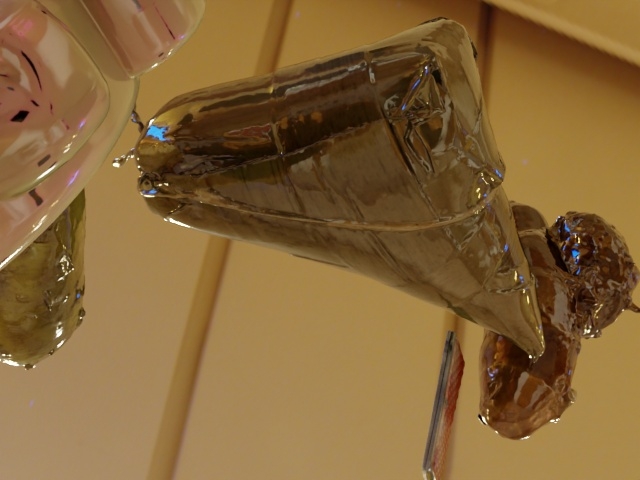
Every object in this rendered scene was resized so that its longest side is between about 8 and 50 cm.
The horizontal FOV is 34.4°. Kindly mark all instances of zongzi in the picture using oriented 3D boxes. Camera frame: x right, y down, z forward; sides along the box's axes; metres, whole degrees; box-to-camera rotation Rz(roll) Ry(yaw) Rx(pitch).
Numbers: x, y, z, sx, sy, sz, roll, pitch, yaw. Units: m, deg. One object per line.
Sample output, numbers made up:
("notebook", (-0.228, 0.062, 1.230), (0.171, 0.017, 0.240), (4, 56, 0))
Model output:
("zongzi", (-0.004, 0.011, 1.282), (0.218, 0.499, 0.467), (-68, -37, -61))

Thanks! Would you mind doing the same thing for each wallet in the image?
("wallet", (0.165, 0.230, 1.381), (0.020, 0.103, 0.197), (6, -120, 17))

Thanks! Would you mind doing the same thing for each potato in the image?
("potato", (-0.267, 0.007, 0.925), (0.113, 0.251, 0.149), (0, -137, -12))

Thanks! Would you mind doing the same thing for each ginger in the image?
("ginger", (0.359, 0.117, 1.564), (0.254, 0.176, 0.418), (9, -128, 13))

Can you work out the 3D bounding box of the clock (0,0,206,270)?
("clock", (-0.231, -0.064, 0.571), (0.114, 0.283, 0.309), (61, -142, -34))
